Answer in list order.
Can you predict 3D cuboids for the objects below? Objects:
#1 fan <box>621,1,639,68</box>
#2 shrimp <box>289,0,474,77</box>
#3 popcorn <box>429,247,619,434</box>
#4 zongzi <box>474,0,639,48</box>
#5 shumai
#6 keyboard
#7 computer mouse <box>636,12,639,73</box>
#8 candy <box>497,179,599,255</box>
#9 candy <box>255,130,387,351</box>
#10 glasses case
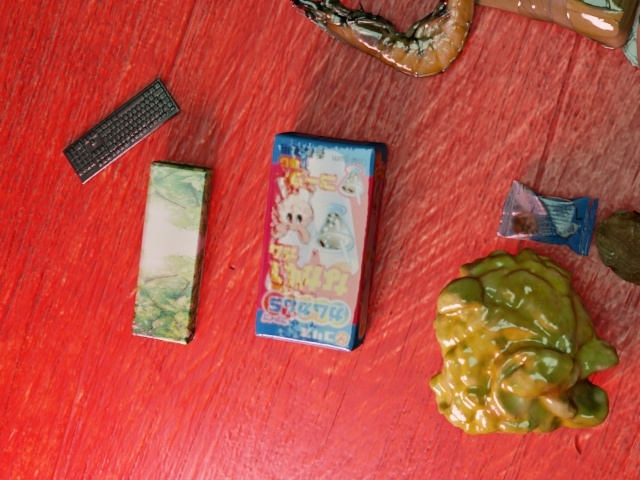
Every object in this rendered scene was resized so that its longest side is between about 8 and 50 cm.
[{"bbox_3d":[0.515,-0.312,1.740,0.220,0.009,0.132,-29,89,17],"label":"fan"},{"bbox_3d":[0.097,-0.352,1.808,0.262,0.051,0.198,24,113,5],"label":"shrimp"},{"bbox_3d":[0.273,0.143,1.746,0.242,0.235,0.250,-12,113,-7],"label":"popcorn"},{"bbox_3d":[0.344,-0.401,1.746,0.256,0.115,0.228,21,88,37],"label":"zongzi"},{"bbox_3d":[0.463,0.008,1.760,0.139,0.105,0.123,54,150,14],"label":"shumai"},{"bbox_3d":[-0.312,-0.169,1.978,0.202,0.011,0.067,-35,86,16],"label":"keyboard"},{"bbox_3d":[0.509,-0.217,1.710,0.145,0.082,0.236,-15,100,13],"label":"computer mouse"},{"bbox_3d":[0.324,-0.034,1.810,0.136,0.038,0.088,14,113,20],"label":"candy"},{"bbox_3d":[0.000,0.000,1.868,0.157,0.100,0.306,9,99,13],"label":"candy"},{"bbox_3d":[-0.226,0.017,1.950,0.095,0.062,0.272,10,99,8],"label":"glasses case"}]
